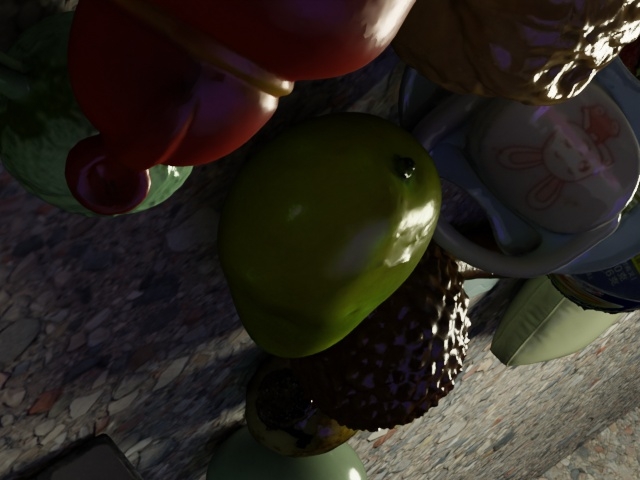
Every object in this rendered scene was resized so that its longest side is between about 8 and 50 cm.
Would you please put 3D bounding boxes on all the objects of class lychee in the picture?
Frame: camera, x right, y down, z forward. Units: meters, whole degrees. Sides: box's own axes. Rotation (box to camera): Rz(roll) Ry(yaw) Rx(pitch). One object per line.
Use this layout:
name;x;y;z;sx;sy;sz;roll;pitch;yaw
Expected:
lychee;0.057;0.092;1.284;0.200;0.200;0.238;-25;134;-37

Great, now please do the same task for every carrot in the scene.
carrot;0.154;0.018;1.492;0.314;0.066;0.066;-2;136;-53

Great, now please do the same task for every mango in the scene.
mango;0.007;-0.006;1.067;0.185;0.149;0.273;-38;164;-15

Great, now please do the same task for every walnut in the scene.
walnut;0.138;-0.191;0.897;0.213;0.213;0.213;-35;158;-17

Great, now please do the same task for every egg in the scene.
egg;-0.039;0.283;1.512;0.192;0.149;0.149;2;143;-14

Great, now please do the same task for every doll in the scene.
doll;-0.021;-0.169;0.616;0.182;0.160;0.363;26;102;-26

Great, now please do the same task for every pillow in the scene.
pillow;0.399;0.050;1.873;0.322;0.120;0.255;-52;156;25

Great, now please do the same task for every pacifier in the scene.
pacifier;0.191;-0.100;1.161;0.238;0.287;0.226;-43;-165;20

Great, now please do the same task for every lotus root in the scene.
lotus root;-0.004;0.171;1.430;0.138;0.138;0.214;-48;169;16

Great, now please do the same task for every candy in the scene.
candy;-0.209;-0.103;0.619;0.119;0.119;0.440;-47;149;14

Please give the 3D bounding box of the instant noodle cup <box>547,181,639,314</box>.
instant noodle cup;0.352;-0.034;1.482;0.284;0.284;0.312;-40;167;-4

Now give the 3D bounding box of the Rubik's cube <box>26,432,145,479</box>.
Rubik's cube;-0.252;0.460;1.246;0.343;0.344;0.337;-31;157;-29

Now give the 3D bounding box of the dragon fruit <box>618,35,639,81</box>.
dragon fruit;0.366;-0.221;1.239;0.200;0.198;0.269;-68;161;9

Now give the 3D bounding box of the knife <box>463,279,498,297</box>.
knife;0.161;0.069;1.630;0.331;0.044;0.080;-21;144;-54

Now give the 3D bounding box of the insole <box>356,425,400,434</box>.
insole;0.066;0.258;1.856;0.119;0.009;0.348;-51;157;21
